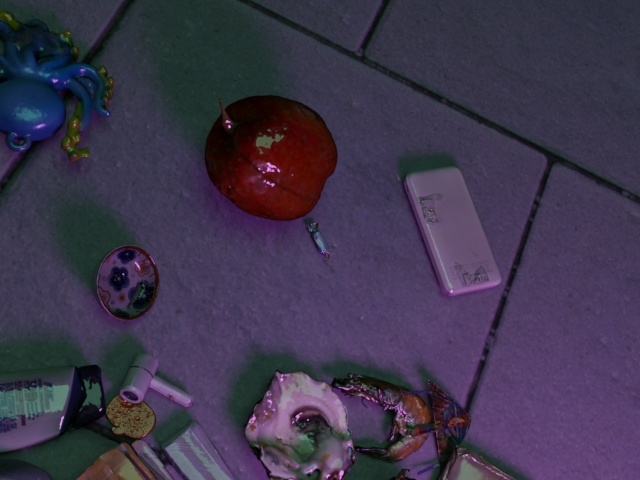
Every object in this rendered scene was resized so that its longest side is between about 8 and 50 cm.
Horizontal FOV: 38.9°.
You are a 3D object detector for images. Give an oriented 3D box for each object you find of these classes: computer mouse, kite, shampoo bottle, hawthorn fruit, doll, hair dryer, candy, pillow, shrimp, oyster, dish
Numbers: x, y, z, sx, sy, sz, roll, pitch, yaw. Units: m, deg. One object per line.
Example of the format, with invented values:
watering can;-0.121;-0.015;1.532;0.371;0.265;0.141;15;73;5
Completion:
computer mouse;-0.545;0.393;1.488;0.229;0.113;0.068;6;81;-18
kite;0.236;0.360;1.754;0.160;0.010;0.182;-4;83;-32
shampoo bottle;-0.551;0.296;1.543;0.360;0.078;0.134;-5;73;-18
hawthorn fruit;-0.098;-0.159;1.765;0.262;0.258;0.258;-13;70;-44
doll;-0.586;-0.310;1.795;0.346;0.098;0.341;11;52;-16
hair dryer;-0.290;0.271;1.642;0.137;0.047;0.082;31;45;-14
candy;0.000;0.000;1.856;0.030;0.020;0.083;-27;78;-21
pillow;0.321;0.485;1.721;0.208;0.053;0.119;33;67;0
shrimp;0.110;0.338;1.730;0.217;0.051;0.150;24;70;-9
oyster;-0.033;0.355;1.663;0.214;0.083;0.222;26;58;-8
dish;-0.379;0.079;1.694;0.141;0.078;0.141;2;87;-48

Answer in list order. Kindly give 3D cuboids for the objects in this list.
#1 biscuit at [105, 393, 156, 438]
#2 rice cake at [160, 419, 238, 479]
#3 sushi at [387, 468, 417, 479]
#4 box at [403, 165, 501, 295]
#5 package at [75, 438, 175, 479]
biscuit;-0.343;0.318;1.627;0.091;0.015;0.078;41;64;4
rice cake;-0.188;0.429;1.609;0.080;0.042;0.221;-33;79;-30
sushi;0.117;0.526;1.613;0.212;0.115;0.147;-35;80;-26
box;0.281;-0.024;1.934;0.142;0.044;0.285;-10;70;-22
package;-0.281;0.493;1.487;0.221;0.165;0.311;-37;80;-26
